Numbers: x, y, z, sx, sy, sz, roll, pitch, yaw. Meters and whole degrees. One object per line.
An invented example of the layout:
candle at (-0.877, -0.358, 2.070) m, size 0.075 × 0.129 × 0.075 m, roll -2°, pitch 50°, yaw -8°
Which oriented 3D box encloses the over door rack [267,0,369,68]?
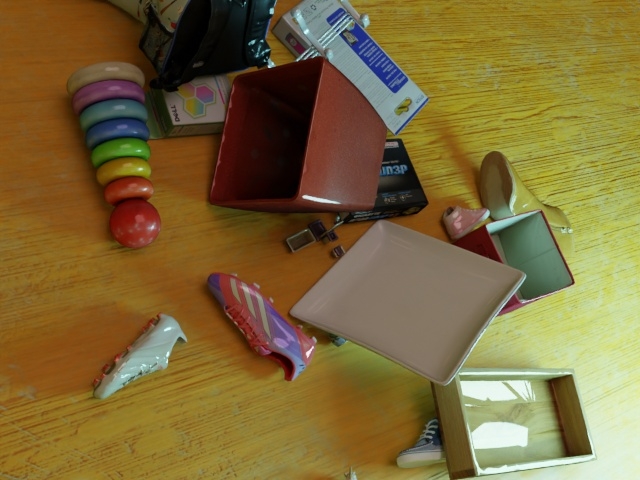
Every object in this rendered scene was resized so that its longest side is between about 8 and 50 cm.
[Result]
over door rack at (-0.085, -0.509, 1.728) m, size 0.239 × 0.108 × 0.324 m, roll -43°, pitch 95°, yaw -1°

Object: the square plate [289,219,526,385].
square plate at (0.175, 0.116, 1.602) m, size 0.347 × 0.049 × 0.344 m, roll 22°, pitch 47°, yaw 28°

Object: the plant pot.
plant pot at (-0.022, -0.170, 1.566) m, size 0.236 × 0.267 × 0.267 m, roll 18°, pitch 79°, yaw -41°

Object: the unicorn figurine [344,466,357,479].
unicorn figurine at (0.086, 0.487, 1.479) m, size 0.162 × 0.060 × 0.111 m, roll 28°, pitch 55°, yaw -38°

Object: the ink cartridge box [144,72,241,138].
ink cartridge box at (-0.271, -0.265, 1.597) m, size 0.209 × 0.062 × 0.109 m, roll -10°, pitch 74°, yaw -34°

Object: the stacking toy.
stacking toy at (-0.359, -0.145, 1.461) m, size 0.141 × 0.141 × 0.330 m, roll -7°, pitch 80°, yaw -34°

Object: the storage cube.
storage cube at (0.397, 0.064, 1.775) m, size 0.215 × 0.193 × 0.183 m, roll -13°, pitch 76°, yaw -36°

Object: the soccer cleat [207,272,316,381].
soccer cleat at (-0.116, 0.155, 1.491) m, size 0.248 × 0.083 × 0.095 m, roll 41°, pitch 58°, yaw -13°

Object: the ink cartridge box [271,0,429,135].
ink cartridge box at (0.074, -0.406, 1.873) m, size 0.371 × 0.069 × 0.176 m, roll 44°, pitch 52°, yaw -4°

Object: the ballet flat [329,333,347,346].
ballet flat at (0.059, 0.173, 1.619) m, size 0.041 × 0.041 × 0.114 m, roll 51°, pitch 53°, yaw -2°

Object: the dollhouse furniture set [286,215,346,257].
dollhouse furniture set at (0.000, 0.000, 1.629) m, size 0.114 × 0.081 × 0.091 m, roll -27°, pitch 84°, yaw -37°

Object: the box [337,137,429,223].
box at (0.113, -0.133, 1.773) m, size 0.220 × 0.051 × 0.175 m, roll -8°, pitch 69°, yaw -34°

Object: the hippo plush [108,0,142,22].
hippo plush at (-0.383, -0.594, 1.570) m, size 0.294 × 0.236 × 0.234 m, roll 13°, pitch 63°, yaw -27°

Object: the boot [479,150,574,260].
boot at (0.509, -0.079, 1.978) m, size 0.211 × 0.104 × 0.295 m, roll -7°, pitch 77°, yaw -39°

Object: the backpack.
backpack at (-0.205, -0.443, 1.527) m, size 0.277 × 0.263 × 0.213 m, roll -26°, pitch 75°, yaw -38°

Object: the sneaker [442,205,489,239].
sneaker at (0.335, -0.060, 1.881) m, size 0.134 × 0.051 × 0.070 m, roll -33°, pitch 93°, yaw -33°

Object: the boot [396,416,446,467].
boot at (0.215, 0.393, 1.597) m, size 0.190 × 0.069 × 0.086 m, roll 5°, pitch 61°, yaw -39°

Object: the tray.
tray at (0.404, 0.371, 1.674) m, size 0.411 × 0.076 × 0.202 m, roll 8°, pitch 64°, yaw -40°

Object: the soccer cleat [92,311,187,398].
soccer cleat at (-0.300, 0.203, 1.364) m, size 0.076 × 0.068 × 0.196 m, roll 48°, pitch 50°, yaw -8°
